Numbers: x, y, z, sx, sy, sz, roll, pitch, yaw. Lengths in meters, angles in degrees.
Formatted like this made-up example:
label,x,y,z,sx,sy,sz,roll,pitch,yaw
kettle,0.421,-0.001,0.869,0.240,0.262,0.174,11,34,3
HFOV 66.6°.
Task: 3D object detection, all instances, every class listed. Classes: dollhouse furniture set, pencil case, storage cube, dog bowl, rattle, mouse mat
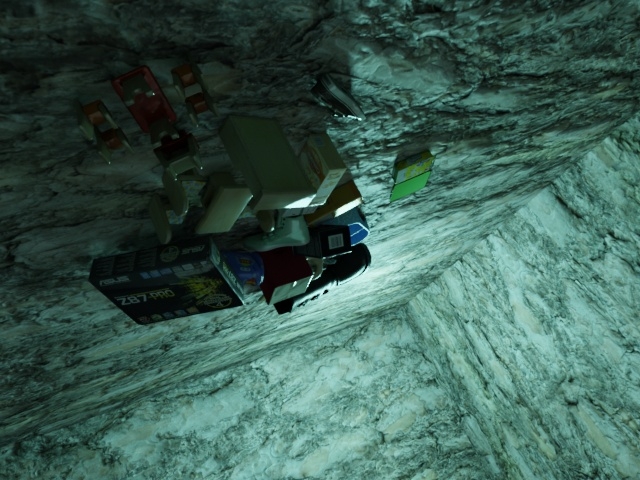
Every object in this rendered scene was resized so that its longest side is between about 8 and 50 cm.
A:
label,x,y,z,sx,sy,sz,roll,pitch,yaw
dollhouse furniture set,-0.220,-0.111,1.359,0.362,0.257,0.394,-7,151,-41
dollhouse furniture set,-0.361,-0.267,1.075,0.262,0.135,0.259,-25,147,-6
pencil case,-0.351,0.087,1.750,0.306,0.133,0.119,8,161,-28
storage cube,-0.165,0.129,2.052,0.183,0.193,0.215,-17,157,-24
dog bowl,0.124,-0.052,2.143,0.166,0.074,0.297,-32,157,12
rattle,-0.035,0.118,2.322,0.199,0.130,0.143,-37,169,-26
mouse mat,0.391,-0.235,2.133,0.189,0.007,0.153,-24,158,-12

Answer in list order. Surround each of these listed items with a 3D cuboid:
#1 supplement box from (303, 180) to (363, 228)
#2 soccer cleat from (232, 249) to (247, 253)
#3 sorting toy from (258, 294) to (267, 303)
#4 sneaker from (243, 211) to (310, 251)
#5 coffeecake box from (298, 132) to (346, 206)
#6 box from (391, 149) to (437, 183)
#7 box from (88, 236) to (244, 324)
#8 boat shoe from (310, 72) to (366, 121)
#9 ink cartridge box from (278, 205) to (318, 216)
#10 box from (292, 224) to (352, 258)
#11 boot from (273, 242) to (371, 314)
label,x,y,z,sx,sy,sz,roll,pitch,yaw
supplement box,0.043,-0.135,1.858,0.233,0.078,0.080,-27,162,0
soccer cleat,-0.393,0.113,1.849,0.318,0.116,0.108,-6,150,-43
sorting toy,-0.229,0.243,2.429,0.132,0.046,0.274,-4,149,-45
sneaker,-0.175,-0.049,1.819,0.255,0.094,0.151,-8,123,2
coffeecake box,-0.011,-0.218,1.518,0.068,0.142,0.185,-12,154,-32
box,0.373,-0.296,1.929,0.179,0.043,0.105,-22,158,-8
box,-0.485,0.141,1.595,0.394,0.097,0.318,-11,142,6
boat shoe,0.050,-0.377,1.332,0.070,0.078,0.219,-37,149,20
ink cartridge box,-0.057,-0.145,1.739,0.180,0.060,0.104,-10,152,-37
box,0.000,0.000,1.942,0.153,0.108,0.207,-12,-170,-33
boot,0.005,0.191,2.396,0.445,0.146,0.367,-19,158,-35
